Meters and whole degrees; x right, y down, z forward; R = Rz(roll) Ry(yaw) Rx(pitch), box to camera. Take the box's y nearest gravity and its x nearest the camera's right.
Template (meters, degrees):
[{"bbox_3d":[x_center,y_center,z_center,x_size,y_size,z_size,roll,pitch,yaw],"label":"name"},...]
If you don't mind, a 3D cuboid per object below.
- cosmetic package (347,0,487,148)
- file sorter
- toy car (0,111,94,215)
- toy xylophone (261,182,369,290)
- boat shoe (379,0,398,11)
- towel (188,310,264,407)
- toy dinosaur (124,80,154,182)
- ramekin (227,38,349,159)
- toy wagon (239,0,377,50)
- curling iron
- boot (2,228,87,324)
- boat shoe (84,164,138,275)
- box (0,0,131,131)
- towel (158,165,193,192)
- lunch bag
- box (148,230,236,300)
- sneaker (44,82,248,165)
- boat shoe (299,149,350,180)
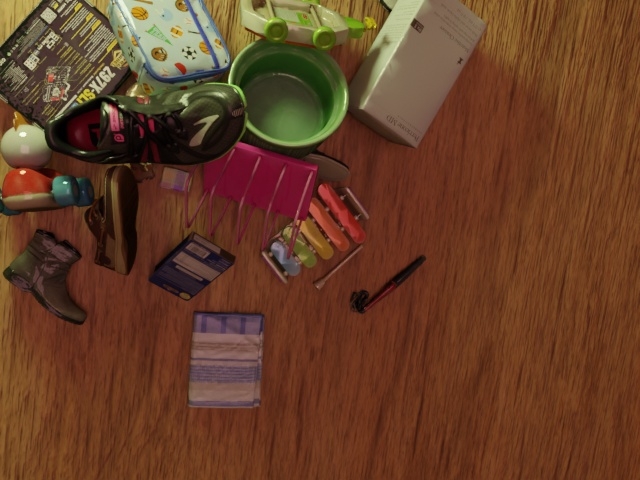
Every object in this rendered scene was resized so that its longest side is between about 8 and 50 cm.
[{"bbox_3d":[0.246,-0.469,1.676,0.217,0.156,0.385,27,91,-28],"label":"cosmetic package"},{"bbox_3d":[-0.179,-0.100,1.555,0.290,0.202,0.182,17,52,1],"label":"file sorter"},{"bbox_3d":[-0.692,-0.189,1.493,0.219,0.210,0.238,-7,93,-2],"label":"toy car"},{"bbox_3d":[0.000,0.000,1.749,0.323,0.081,0.236,-46,107,-2],"label":"toy xylophone"},{"bbox_3d":[0.168,-0.681,1.698,0.125,0.038,0.046,45,77,-18],"label":"boat shoe"},{"bbox_3d":[-0.266,0.342,1.767,0.209,0.034,0.285,3,97,-12],"label":"towel"},{"bbox_3d":[-0.444,-0.303,1.574,0.200,0.127,0.296,-13,97,-4],"label":"toy dinosaur"},{"bbox_3d":[-0.091,-0.353,1.588,0.303,0.148,0.303,3,75,-13],"label":"ramekin"},{"bbox_3d":[-0.028,-0.549,1.562,0.344,0.267,0.068,6,127,-15],"label":"toy wagon"},{"bbox_3d":[0.204,0.127,1.843,0.274,0.035,0.068,-32,105,-6],"label":"curling iron"},{"bbox_3d":[-0.672,0.095,1.605,0.246,0.083,0.161,42,82,-18],"label":"boot"},{"bbox_3d":[-0.527,-0.049,1.536,0.123,0.123,0.342,13,137,-3],"label":"boat shoe"},{"bbox_3d":[-0.630,-0.430,1.527,0.257,0.079,0.322,41,88,-18],"label":"box"},{"bbox_3d":[-0.387,-0.164,1.664,0.083,0.009,0.060,12,96,-16],"label":"towel"},{"bbox_3d":[-0.362,-0.502,1.497,0.243,0.115,0.303,-21,81,-30],"label":"lunch bag"},{"bbox_3d":[-0.345,0.073,1.647,0.136,0.036,0.225,33,128,-26],"label":"box"},{"bbox_3d":[-0.390,-0.243,1.385,0.483,0.202,0.185,-8,99,14],"label":"sneaker"},{"bbox_3d":[-0.022,-0.232,1.704,0.233,0.084,0.079,19,52,-16],"label":"boat shoe"}]
